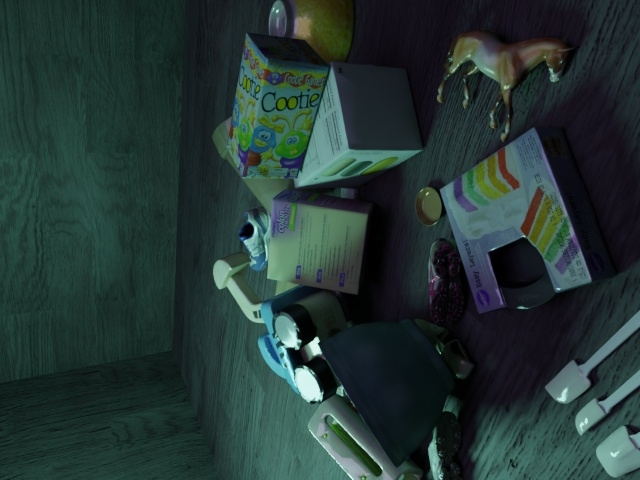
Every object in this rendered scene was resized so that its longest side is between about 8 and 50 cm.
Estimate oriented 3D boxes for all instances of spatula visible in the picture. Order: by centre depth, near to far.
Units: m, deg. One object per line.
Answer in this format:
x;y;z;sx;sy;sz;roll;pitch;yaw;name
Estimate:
0.453;0.226;0.751;0.168;0.019;0.242;-114;34;-40;spatula

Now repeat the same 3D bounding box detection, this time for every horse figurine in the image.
0.295;-0.298;0.894;0.263;0.066;0.175;52;144;42;horse figurine

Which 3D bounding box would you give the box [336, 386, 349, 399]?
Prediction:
0.042;0.412;1.528;0.137;0.027;0.094;20;114;59;box

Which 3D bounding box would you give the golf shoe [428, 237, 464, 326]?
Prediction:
0.257;0.086;1.050;0.086;0.067;0.186;-80;-11;-73;golf shoe

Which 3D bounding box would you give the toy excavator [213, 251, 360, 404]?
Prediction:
-0.113;0.218;1.406;0.445;0.222;0.433;-19;92;49;toy excavator

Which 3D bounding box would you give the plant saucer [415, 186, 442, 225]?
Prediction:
0.237;-0.073;1.094;0.083;0.015;0.084;16;108;60;plant saucer

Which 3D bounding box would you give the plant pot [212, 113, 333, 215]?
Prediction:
-0.103;-0.227;1.440;0.323;0.323;0.281;-27;88;60;plant pot

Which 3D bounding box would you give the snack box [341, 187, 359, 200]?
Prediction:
0.080;-0.052;1.380;0.064;0.022;0.179;15;108;59;snack box

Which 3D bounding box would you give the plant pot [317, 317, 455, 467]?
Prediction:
0.154;0.287;1.066;0.293;0.196;0.293;57;176;7;plant pot

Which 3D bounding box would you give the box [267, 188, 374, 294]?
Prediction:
0.000;0.000;1.296;0.117;0.242;0.214;-55;-28;-68;box

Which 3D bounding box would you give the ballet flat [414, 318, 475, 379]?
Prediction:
0.264;0.217;1.074;0.052;0.057;0.168;-50;49;16;ballet flat

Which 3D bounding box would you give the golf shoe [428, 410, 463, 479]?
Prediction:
0.257;0.447;1.102;0.086;0.069;0.176;-165;72;-66;golf shoe

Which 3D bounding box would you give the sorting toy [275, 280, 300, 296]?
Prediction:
-0.037;0.134;1.559;0.255;0.089;0.257;44;132;50;sorting toy

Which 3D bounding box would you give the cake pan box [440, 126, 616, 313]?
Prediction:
0.336;-0.019;0.868;0.245;0.070;0.267;-37;63;60;cake pan box

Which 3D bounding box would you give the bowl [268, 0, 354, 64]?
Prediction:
-0.048;-0.583;1.382;0.289;0.155;0.290;16;108;60;bowl

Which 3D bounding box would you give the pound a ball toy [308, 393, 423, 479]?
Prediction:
0.121;0.512;1.304;0.319;0.208;0.136;35;88;43;pound a ball toy

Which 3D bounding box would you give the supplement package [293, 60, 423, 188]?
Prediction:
0.065;-0.254;1.184;0.262;0.199;0.198;-26;72;60;supplement package

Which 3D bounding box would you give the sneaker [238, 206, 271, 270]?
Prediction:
-0.248;-0.006;1.883;0.112;0.130;0.297;53;140;41;sneaker

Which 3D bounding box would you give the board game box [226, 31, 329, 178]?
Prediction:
-0.104;-0.291;1.129;0.144;0.141;0.276;58;141;41;board game box
